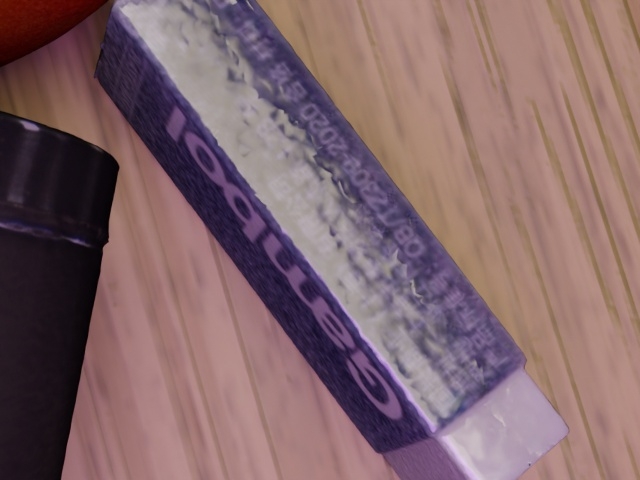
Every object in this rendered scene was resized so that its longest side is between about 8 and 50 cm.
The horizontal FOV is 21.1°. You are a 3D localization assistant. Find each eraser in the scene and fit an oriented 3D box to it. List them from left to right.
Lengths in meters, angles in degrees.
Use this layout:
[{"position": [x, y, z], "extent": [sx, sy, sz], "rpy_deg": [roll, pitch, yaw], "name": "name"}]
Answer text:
[{"position": [0.000, 0.000, 0.623], "extent": [0.046, 0.092, 0.212], "rpy_deg": [-37, 88, -15], "name": "eraser"}]

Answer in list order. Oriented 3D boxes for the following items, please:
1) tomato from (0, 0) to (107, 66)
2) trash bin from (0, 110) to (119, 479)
[{"position": [-0.140, -0.136, 0.573], "extent": [0.195, 0.195, 0.136], "rpy_deg": [5, 46, -7], "name": "tomato"}, {"position": [-0.183, 0.106, 0.507], "extent": [0.203, 0.252, 0.301], "rpy_deg": [11, 85, -27], "name": "trash bin"}]
